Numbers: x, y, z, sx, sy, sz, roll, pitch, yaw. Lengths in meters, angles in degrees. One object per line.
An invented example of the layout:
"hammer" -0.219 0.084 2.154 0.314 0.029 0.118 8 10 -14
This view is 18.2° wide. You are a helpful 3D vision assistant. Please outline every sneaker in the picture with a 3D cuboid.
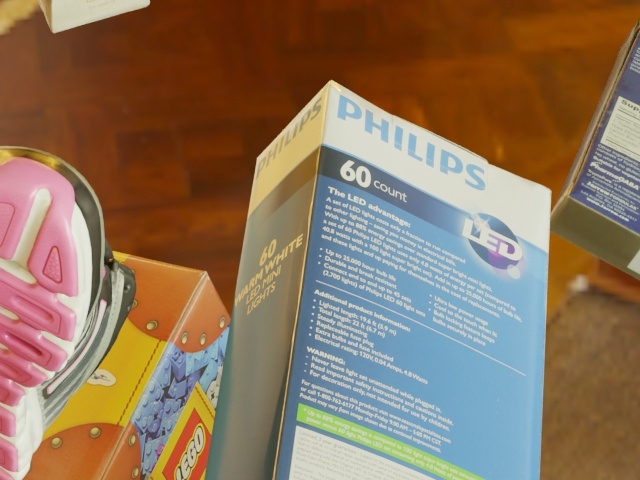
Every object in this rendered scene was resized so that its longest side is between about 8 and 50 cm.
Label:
"sneaker" -0.092 0.012 0.613 0.063 0.170 0.075 27 57 3

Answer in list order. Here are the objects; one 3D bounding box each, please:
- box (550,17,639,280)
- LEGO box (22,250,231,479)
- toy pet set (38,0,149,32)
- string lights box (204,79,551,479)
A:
"box" 0.221 -0.049 1.144 0.136 0.036 0.225 29 44 1
"LEGO box" -0.284 0.152 1.521 0.500 0.372 0.193 12 59 25
"toy pet set" -0.104 -0.134 0.707 0.122 0.065 0.114 -19 67 -16
"string lights box" 0.029 0.065 0.904 0.133 0.077 0.259 25 47 -20
